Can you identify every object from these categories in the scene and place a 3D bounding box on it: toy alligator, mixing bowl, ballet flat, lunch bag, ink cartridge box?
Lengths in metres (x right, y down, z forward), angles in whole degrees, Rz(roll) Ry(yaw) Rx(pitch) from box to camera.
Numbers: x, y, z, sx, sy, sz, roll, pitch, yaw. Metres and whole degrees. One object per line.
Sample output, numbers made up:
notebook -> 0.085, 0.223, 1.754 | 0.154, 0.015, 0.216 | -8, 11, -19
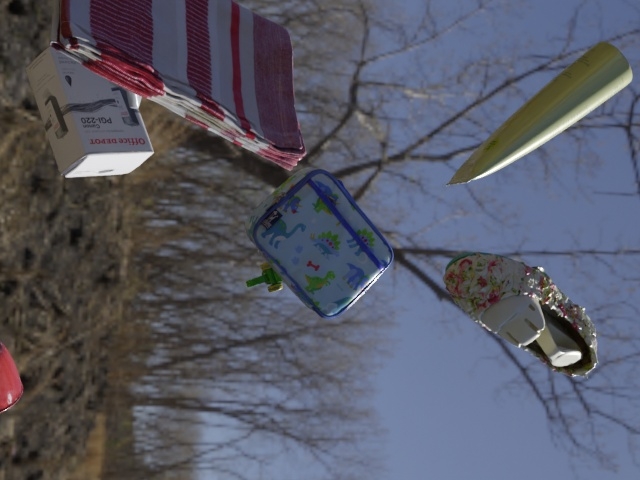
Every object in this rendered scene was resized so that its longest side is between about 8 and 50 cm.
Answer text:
toy alligator -> -0.049, 0.052, 1.794 | 0.051, 0.189, 0.056 | -93, 164, -86
mixing bowl -> -0.615, 0.223, 1.658 | 0.181, 0.181, 0.098 | -116, -147, -61
ballet flat -> 0.225, 0.083, 0.993 | 0.091, 0.241, 0.077 | -41, -137, 27
lunch bag -> 0.000, 0.000, 1.525 | 0.219, 0.176, 0.090 | 52, -9, -18
ink cartridge box -> -0.415, -0.232, 1.704 | 0.092, 0.158, 0.218 | -27, -101, 39

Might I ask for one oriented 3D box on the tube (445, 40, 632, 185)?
tube -> 0.249, -0.137, 1.089 | 0.062, 0.240, 0.070 | 49, -5, 36

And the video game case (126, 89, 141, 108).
video game case -> -0.286, -0.311, 1.471 | 0.157, 0.019, 0.143 | 91, 4, -52

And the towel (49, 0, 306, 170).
towel -> -0.153, -0.236, 1.089 | 0.037, 0.329, 0.237 | -36, -133, 33
